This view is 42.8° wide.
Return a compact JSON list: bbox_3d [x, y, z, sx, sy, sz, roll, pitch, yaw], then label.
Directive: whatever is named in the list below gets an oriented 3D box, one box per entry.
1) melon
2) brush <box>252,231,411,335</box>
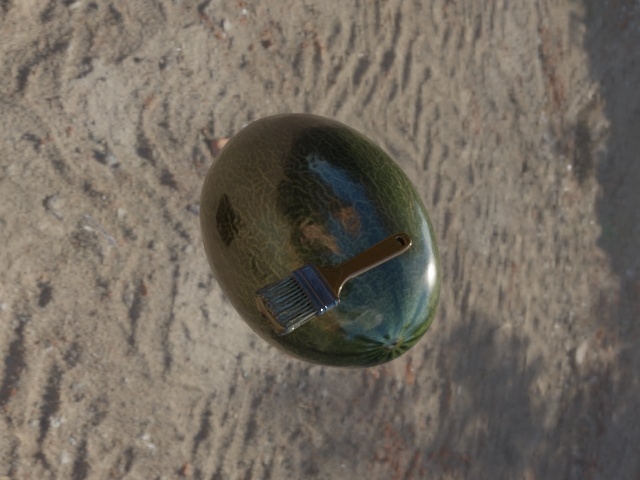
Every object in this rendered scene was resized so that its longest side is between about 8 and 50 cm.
[{"bbox_3d":[0.000,0.000,0.885,0.237,0.301,0.237,-27,149,-18],"label":"melon"},{"bbox_3d":[0.018,0.027,0.676,0.170,0.014,0.043,-26,75,-38],"label":"brush"}]
